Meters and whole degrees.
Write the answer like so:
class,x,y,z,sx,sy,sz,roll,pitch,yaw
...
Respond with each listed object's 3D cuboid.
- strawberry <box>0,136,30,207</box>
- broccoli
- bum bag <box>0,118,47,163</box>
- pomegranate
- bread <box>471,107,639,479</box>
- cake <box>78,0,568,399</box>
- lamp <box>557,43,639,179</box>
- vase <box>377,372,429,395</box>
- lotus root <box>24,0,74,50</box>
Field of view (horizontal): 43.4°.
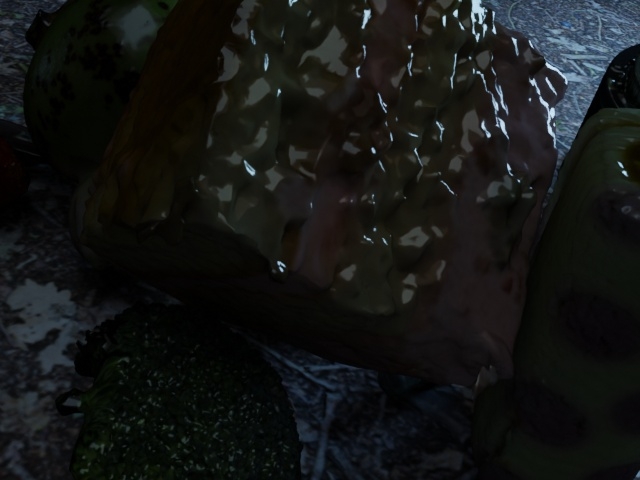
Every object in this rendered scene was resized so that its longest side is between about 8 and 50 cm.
class,x,y,z,sx,sy,sz,roll,pitch,yaw
strawberry,-0.386,-0.083,0.880,0.131,0.131,0.148,27,34,19
broccoli,-0.110,0.142,0.618,0.226,0.198,0.176,11,60,50
bum bag,-0.394,-0.128,1.002,0.159,0.026,0.109,19,15,-1
pomegranate,-0.201,-0.110,0.893,0.284,0.285,0.341,9,68,-4
bread,0.239,0.071,0.675,0.155,0.339,0.187,15,38,5
cake,-0.001,-0.071,0.669,0.306,0.314,0.293,28,-16,-29
lamp,0.453,-0.135,1.077,0.204,0.272,0.374,21,36,10
vase,0.136,0.106,0.833,0.211,0.060,0.060,-25,50,-39
lotus root,-0.282,-0.288,1.179,0.284,0.146,0.160,3,15,-19
